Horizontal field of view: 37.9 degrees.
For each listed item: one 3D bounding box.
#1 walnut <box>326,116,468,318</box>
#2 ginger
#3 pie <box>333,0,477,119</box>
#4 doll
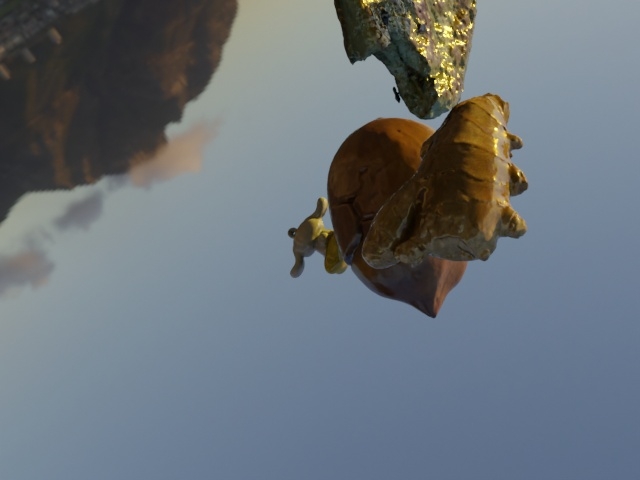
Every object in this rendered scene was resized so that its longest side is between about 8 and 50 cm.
[{"bbox_3d":[0.112,-0.033,1.306,0.203,0.297,0.203,-13,159,-5],"label":"walnut"},{"bbox_3d":[0.124,-0.050,0.800,0.115,0.081,0.205,-1,-131,56],"label":"ginger"},{"bbox_3d":[0.113,-0.297,1.170,0.067,0.302,0.302,-13,-153,40],"label":"pie"},{"bbox_3d":[-0.003,0.007,1.495,0.135,0.113,0.071,-46,160,-10],"label":"doll"}]
